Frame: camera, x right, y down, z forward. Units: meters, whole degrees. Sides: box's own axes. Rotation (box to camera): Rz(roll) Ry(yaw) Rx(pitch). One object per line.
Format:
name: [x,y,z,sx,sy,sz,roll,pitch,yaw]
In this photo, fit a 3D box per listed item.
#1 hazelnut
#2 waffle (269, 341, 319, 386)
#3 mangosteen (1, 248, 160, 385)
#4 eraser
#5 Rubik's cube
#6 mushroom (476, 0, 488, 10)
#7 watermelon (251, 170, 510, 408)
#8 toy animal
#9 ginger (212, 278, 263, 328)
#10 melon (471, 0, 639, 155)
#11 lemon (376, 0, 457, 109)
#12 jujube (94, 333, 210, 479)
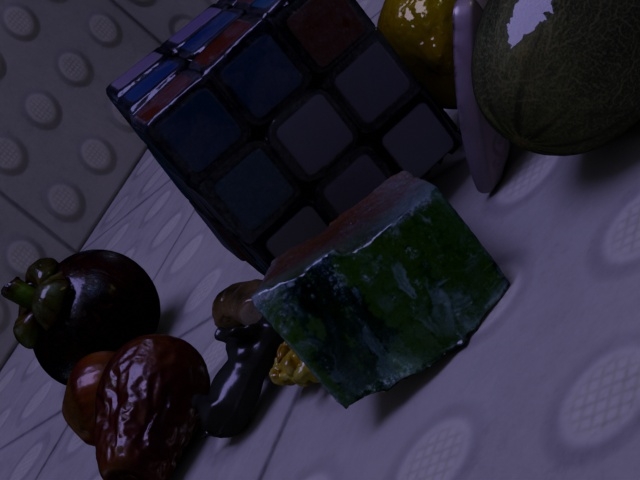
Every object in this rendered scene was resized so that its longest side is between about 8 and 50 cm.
hazelnut: [-0.367,0.284,2.162,0.182,0.182,0.182,-44,18,18]
waffle: [0.039,0.084,1.727,0.309,0.065,0.283,-46,19,-2]
mangosteen: [-0.480,0.148,2.507,0.300,0.300,0.300,-44,18,18]
eraser: [0.226,-0.216,1.655,0.059,0.243,0.204,-2,39,20]
Rubik's cube: [-0.069,-0.178,1.823,0.362,0.363,0.359,-42,20,-4]
mushroom: [0.325,-0.435,1.632,0.314,0.314,0.336,-54,-10,-16]
watermelon: [0.055,0.033,1.513,0.264,0.151,0.302,-35,29,4]
toy animal: [-0.107,0.189,1.817,0.146,0.115,0.245,170,116,-74]
ginger: [-0.130,0.111,2.078,0.190,0.069,0.095,-19,56,58]
melon: [0.308,-0.239,1.438,0.301,0.237,0.237,-56,18,-10]
lemon: [0.199,-0.317,1.883,0.236,0.236,0.263,-51,16,-4]
jujube: [-0.271,0.272,1.915,0.190,0.190,0.255,-35,29,39]
